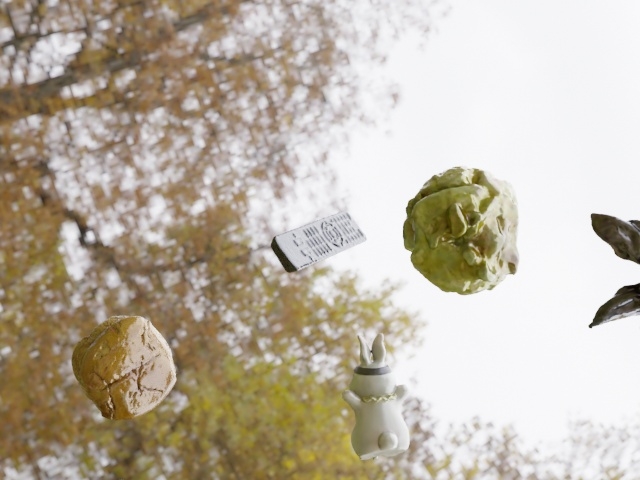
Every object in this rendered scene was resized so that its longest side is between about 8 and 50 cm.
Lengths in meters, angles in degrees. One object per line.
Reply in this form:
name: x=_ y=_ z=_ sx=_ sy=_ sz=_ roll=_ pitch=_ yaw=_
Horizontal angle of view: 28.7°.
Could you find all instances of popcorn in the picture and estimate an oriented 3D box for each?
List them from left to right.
popcorn: x=0.207 y=-0.017 z=1.821 sx=0.188 sy=0.167 sz=0.186 roll=-91 pitch=-179 yaw=-47

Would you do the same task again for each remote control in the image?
remote control: x=0.000 y=0.000 z=1.867 sx=0.025 sy=0.245 sz=0.063 roll=-35 pitch=-97 yaw=28

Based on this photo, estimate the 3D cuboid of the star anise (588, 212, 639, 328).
star anise: x=0.392 y=0.036 z=1.189 sx=0.282 sy=0.212 sz=0.129 roll=25 pitch=-4 yaw=-6

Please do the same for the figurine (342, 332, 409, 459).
figurine: x=0.057 y=0.198 z=1.560 sx=0.098 sy=0.081 sz=0.146 roll=-36 pitch=-120 yaw=51

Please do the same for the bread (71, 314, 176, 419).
bread: x=-0.152 y=0.097 z=0.969 sx=0.046 sy=0.081 sz=0.083 roll=25 pitch=-61 yaw=50
